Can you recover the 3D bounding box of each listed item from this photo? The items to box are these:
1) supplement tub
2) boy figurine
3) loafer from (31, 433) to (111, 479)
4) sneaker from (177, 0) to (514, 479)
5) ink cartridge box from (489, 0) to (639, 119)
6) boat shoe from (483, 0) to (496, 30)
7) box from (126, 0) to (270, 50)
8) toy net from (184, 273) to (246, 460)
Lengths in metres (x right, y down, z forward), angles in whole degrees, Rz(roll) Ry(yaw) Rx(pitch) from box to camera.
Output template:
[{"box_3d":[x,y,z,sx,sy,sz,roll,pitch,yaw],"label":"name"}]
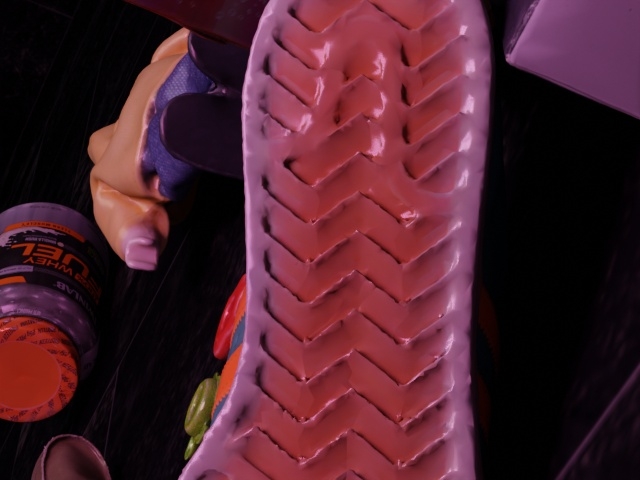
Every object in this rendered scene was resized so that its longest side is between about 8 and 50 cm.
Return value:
[{"box_3d":[-0.238,0.059,1.536,0.190,0.117,0.117,-95,29,-60],"label":"supplement tub"},{"box_3d":[-0.095,-0.058,1.218,0.285,0.092,0.177,149,140,-70],"label":"boy figurine"},{"box_3d":[-0.150,0.169,1.176,0.050,0.056,0.148,-61,26,26],"label":"loafer"},{"box_3d":[0.016,0.057,0.630,0.121,0.108,0.302,30,-111,-75],"label":"sneaker"},{"box_3d":[0.147,-0.214,0.576,0.165,0.065,0.333,-93,29,-61],"label":"ink cartridge box"},{"box_3d":[0.073,-0.255,0.788,0.123,0.123,0.342,-125,57,-74],"label":"boat shoe"},{"box_3d":[-0.005,-0.206,0.682,0.257,0.122,0.128,-63,33,14],"label":"box"},{"box_3d":[0.000,0.000,0.870,0.122,0.045,0.232,160,131,-75],"label":"toy net"}]
